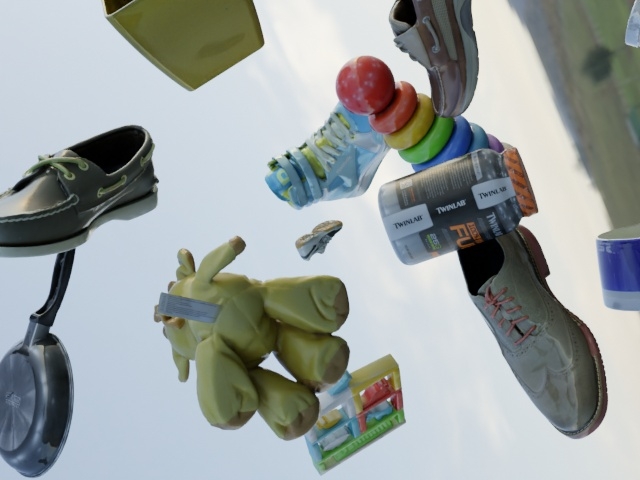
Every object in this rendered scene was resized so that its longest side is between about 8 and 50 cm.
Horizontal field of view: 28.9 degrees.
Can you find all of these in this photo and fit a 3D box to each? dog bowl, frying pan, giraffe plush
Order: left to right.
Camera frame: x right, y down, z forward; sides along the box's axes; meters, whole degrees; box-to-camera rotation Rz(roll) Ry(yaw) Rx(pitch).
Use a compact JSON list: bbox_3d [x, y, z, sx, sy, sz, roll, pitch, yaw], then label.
[{"bbox_3d":[-0.363,0.160,1.634,0.053,0.326,0.197,9,-157,-40],"label":"frying pan"},{"bbox_3d":[-0.093,0.089,1.236,0.210,0.181,0.170,32,169,-23],"label":"giraffe plush"},{"bbox_3d":[0.535,0.026,1.793,0.265,0.265,0.104,-24,-75,-74],"label":"dog bowl"}]

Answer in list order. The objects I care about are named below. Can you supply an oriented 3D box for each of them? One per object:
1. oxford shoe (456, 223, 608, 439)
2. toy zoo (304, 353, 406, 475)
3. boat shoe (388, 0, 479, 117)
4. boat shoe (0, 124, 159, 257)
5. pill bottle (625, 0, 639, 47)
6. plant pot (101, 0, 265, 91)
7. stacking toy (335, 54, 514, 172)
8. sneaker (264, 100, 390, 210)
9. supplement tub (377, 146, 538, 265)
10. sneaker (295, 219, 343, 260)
[{"bbox_3d":[0.258,0.108,1.632,0.130,0.123,0.348,20,-146,-40],"label":"oxford shoe"},{"bbox_3d":[0.057,0.300,2.174,0.030,0.192,0.293,53,166,30],"label":"toy zoo"},{"bbox_3d":[0.149,-0.308,1.723,0.123,0.116,0.324,-108,7,-50],"label":"boat shoe"},{"bbox_3d":[-0.269,-0.054,1.318,0.305,0.109,0.091,-34,-48,-62],"label":"boat shoe"},{"bbox_3d":[0.627,-0.346,2.072,0.121,0.216,0.121,-52,-28,-43],"label":"pill bottle"},{"bbox_3d":[-0.203,-0.361,1.932,0.187,0.212,0.212,57,-175,-31],"label":"plant pot"},{"bbox_3d":[0.153,-0.164,1.895,0.330,0.141,0.141,33,-148,-29],"label":"stacking toy"},{"bbox_3d":[0.010,-0.162,2.215,0.127,0.208,0.319,56,151,27],"label":"sneaker"},{"bbox_3d":[0.179,-0.048,1.617,0.117,0.190,0.117,-19,-90,-76],"label":"supplement tub"},{"bbox_3d":[0.000,0.000,1.833,0.032,0.083,0.037,24,139,56],"label":"sneaker"}]
